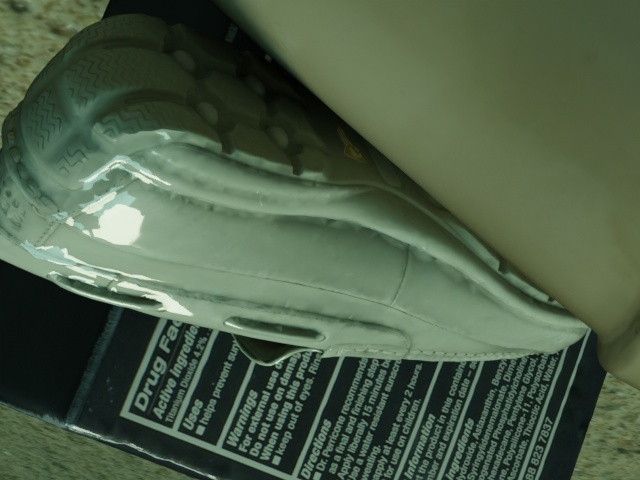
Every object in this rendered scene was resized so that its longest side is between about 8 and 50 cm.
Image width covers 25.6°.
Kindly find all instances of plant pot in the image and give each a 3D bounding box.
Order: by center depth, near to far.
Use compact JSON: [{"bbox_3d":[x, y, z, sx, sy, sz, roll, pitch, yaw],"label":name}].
[{"bbox_3d":[0.105,-0.128,0.524,0.280,0.323,0.323,27,157,7],"label":"plant pot"}]

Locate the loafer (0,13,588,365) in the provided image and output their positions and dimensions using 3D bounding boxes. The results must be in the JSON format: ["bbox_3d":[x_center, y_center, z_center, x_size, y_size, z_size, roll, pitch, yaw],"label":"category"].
[{"bbox_3d":[0.000,0.000,0.612,0.319,0.112,0.111,20,128,-40],"label":"loafer"}]

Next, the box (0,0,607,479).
[{"bbox_3d":[0.006,-0.001,0.772,0.294,0.296,0.183,28,168,-32],"label":"box"}]
